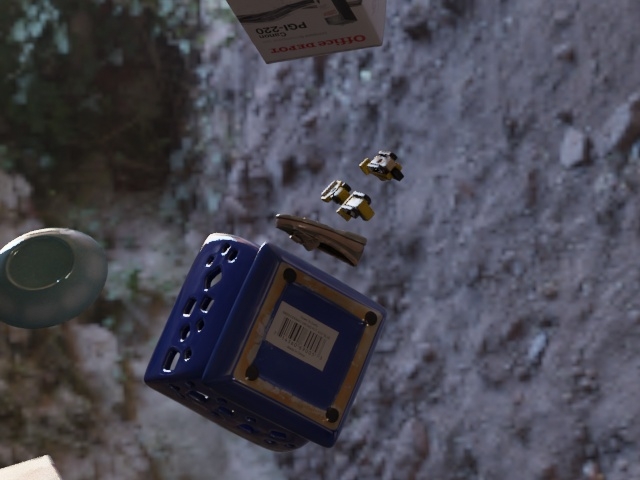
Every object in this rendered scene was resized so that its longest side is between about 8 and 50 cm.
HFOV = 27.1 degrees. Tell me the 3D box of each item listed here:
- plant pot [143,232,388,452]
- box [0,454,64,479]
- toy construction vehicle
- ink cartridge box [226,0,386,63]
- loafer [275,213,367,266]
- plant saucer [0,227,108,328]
[{"bbox_3d":[-0.061,0.136,1.743,0.212,0.236,0.236,-8,55,63],"label":"plant pot"},{"bbox_3d":[-0.349,0.370,1.594,0.232,0.126,0.149,-162,57,-70],"label":"box"},{"bbox_3d":[0.049,-0.054,1.423,0.035,0.086,0.098,47,166,-23],"label":"toy construction vehicle"},{"bbox_3d":[-0.029,-0.310,1.542,0.218,0.158,0.092,52,-144,-56],"label":"ink cartridge box"},{"bbox_3d":[0.000,0.000,1.625,0.045,0.125,0.039,-1,75,63],"label":"loafer"},{"bbox_3d":[-0.419,0.045,1.998,0.037,0.195,0.195,83,173,-51],"label":"plant saucer"}]
